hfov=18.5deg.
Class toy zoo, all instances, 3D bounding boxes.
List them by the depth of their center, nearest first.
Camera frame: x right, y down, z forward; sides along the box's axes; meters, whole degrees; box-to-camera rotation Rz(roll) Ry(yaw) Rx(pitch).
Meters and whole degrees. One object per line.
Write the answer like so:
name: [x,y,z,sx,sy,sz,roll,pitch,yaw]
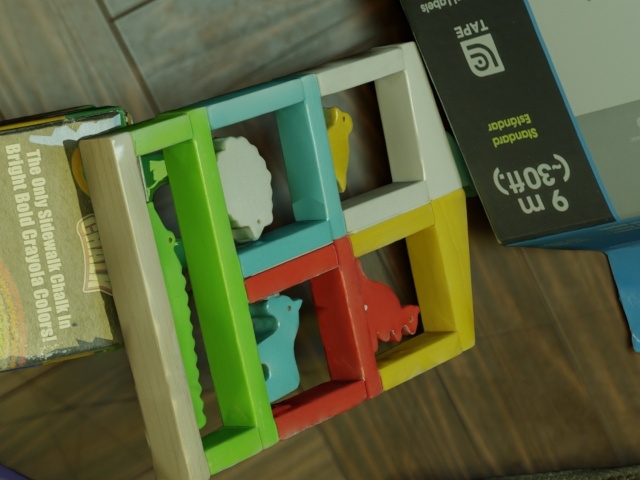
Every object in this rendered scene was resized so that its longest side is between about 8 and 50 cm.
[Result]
toy zoo: [0.000,0.000,1.116,0.293,0.030,0.192,-21,103,-45]

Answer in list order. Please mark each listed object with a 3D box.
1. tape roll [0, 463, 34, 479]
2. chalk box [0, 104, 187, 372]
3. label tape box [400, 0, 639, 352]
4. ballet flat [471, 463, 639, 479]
tape roll: [-0.117,0.212,1.046,0.275,0.275,0.090,31,86,-17]
chalk box: [-0.163,-0.002,1.092,0.213,0.132,0.132,-10,96,-16]
label tape box: [0.202,-0.090,1.124,0.115,0.249,0.347,-32,104,-47]
ballet flat: [0.146,0.175,1.242,0.250,0.058,0.084,-8,118,-10]
